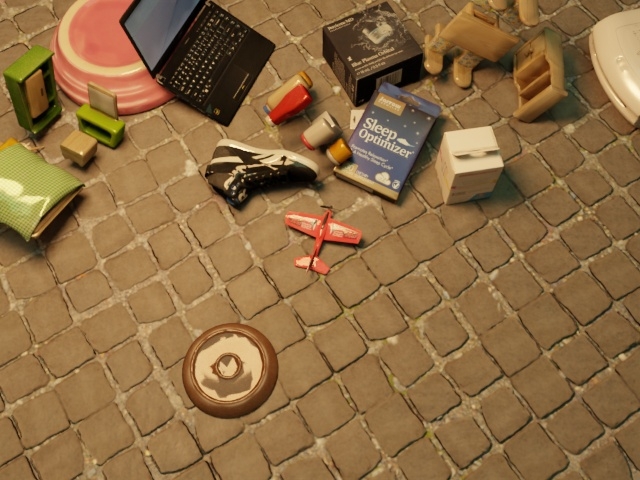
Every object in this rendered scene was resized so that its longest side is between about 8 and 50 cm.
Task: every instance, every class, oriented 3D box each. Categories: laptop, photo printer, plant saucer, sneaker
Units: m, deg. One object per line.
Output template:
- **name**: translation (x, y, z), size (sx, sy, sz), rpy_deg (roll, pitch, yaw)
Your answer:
- **laptop**: translation (-0.231, -0.409, 1.325), size (0.264, 0.136, 0.234), rpy_deg (32, 68, -13)
- **photo printer**: translation (0.719, -0.364, 1.355), size (0.307, 0.107, 0.256), rpy_deg (-13, 66, -4)
- **plant saucer**: translation (-0.158, 0.220, 1.151), size (0.168, 0.029, 0.168), rpy_deg (0, 67, 1)
- **plant saucer**: translation (-0.418, -0.426, 1.416), size (0.332, 0.084, 0.332), rpy_deg (0, 66, 0)
- **sneaker**: translation (-0.117, -0.113, 1.279), size (0.217, 0.079, 0.121), rpy_deg (14, 70, 16)

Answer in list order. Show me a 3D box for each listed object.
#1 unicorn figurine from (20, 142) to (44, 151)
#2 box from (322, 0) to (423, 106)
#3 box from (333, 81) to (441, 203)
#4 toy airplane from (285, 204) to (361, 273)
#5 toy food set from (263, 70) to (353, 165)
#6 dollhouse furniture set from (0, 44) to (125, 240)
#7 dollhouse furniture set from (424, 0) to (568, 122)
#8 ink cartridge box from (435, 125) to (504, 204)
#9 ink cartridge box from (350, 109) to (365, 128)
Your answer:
- **unicorn figurine**: translation (-0.618, -0.130, 1.298), size (0.162, 0.060, 0.111), rpy_deg (-17, 71, -9)
- **box**: translation (0.105, -0.389, 1.385), size (0.156, 0.093, 0.158), rpy_deg (-25, 67, -10)
- **box**: translation (0.134, -0.200, 1.305), size (0.136, 0.036, 0.225), rpy_deg (25, 78, 8)
- **toy airplane**: translation (0.000, 0.000, 1.246), size (0.151, 0.028, 0.151), rpy_deg (-1, 66, 2)
- **toy food set**: translation (-0.039, -0.230, 1.294), size (0.104, 0.111, 0.232), rpy_deg (-36, 65, 17)
- **dollhouse furniture set**: translation (-0.524, -0.182, 1.223), size (0.197, 0.151, 0.301), rpy_deg (27, 55, 4)
- **dollhouse furniture set**: translation (0.352, -0.362, 1.309), size (0.242, 0.212, 0.161), rpy_deg (17, 63, -21)
- **ink cartridge box**: translation (0.277, -0.143, 1.243), size (0.092, 0.143, 0.090), rpy_deg (-9, 66, -3)
- **ink cartridge box**: translation (0.102, -0.237, 1.350), size (0.083, 0.028, 0.048), rpy_deg (4, 68, 2)
